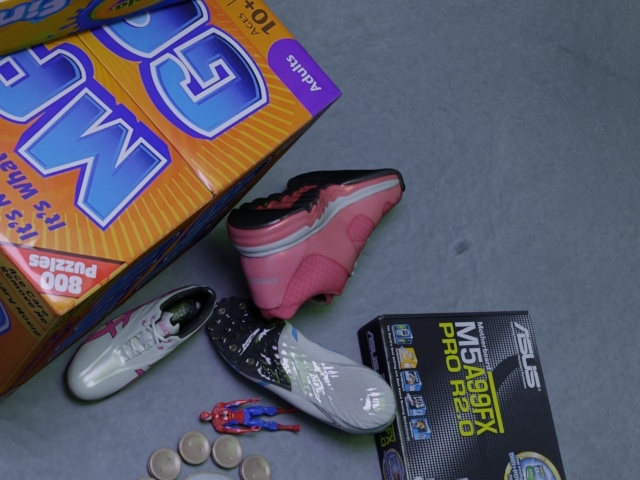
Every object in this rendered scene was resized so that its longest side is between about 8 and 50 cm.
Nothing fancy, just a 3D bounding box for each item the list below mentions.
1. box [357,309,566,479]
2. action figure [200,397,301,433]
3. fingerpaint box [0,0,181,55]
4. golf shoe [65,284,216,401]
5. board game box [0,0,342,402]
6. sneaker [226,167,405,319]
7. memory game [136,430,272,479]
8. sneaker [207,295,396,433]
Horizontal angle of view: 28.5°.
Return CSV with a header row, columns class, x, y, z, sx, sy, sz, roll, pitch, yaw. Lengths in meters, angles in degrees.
class,x,y,z,sx,sy,sz,roll,pitch,yaw
box,0.170,0.219,1.475,0.216,0.060,0.270,1,69,-26
action figure,-0.077,0.193,1.382,0.115,0.030,0.038,3,73,-23
fingerpaint box,-0.235,-0.268,0.865,0.445,0.371,0.163,-24,81,-31
golf shoe,-0.189,0.100,1.330,0.186,0.086,0.067,-38,90,-32
board game box,-0.275,-0.111,1.212,0.356,0.356,0.356,49,58,0
sneaker,-0.001,0.000,1.444,0.314,0.116,0.136,-28,114,-55
memory game,-0.116,0.293,1.329,0.186,0.012,0.186,10,66,-23
sneaker,-0.024,0.144,1.400,0.237,0.086,0.085,31,71,8
